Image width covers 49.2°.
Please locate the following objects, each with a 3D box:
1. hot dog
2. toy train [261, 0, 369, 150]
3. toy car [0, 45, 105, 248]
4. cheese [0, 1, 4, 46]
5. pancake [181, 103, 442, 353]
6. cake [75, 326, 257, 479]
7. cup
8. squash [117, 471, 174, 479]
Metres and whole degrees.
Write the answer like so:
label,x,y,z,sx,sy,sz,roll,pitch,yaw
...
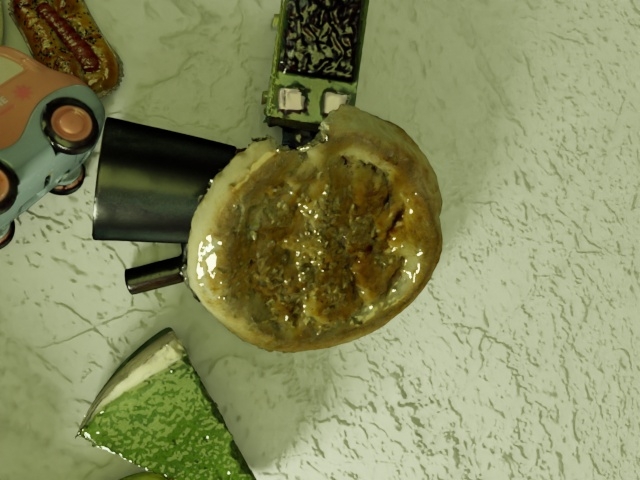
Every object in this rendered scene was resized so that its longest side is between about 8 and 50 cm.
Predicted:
label,x,y,z,sx,sy,sz,roll,pitch,yaw
hot dog,-0.357,-0.280,0.979,0.108,0.059,0.191,-31,94,-12
toy train,-0.005,-0.254,0.976,0.134,0.177,0.261,8,89,-9
toy car,-0.421,-0.131,0.884,0.212,0.180,0.270,46,61,-5
cheese,-0.476,-0.332,0.959,0.127,0.054,0.252,25,86,-9
pancake,0.000,-0.001,0.947,0.382,0.071,0.382,-12,124,-19
cake,-0.163,0.242,0.972,0.283,0.158,0.172,29,85,-10
cup,-0.221,-0.050,0.984,0.177,0.239,0.166,6,49,-15
squash,-0.294,0.417,0.968,0.247,0.132,0.132,-34,96,-8
